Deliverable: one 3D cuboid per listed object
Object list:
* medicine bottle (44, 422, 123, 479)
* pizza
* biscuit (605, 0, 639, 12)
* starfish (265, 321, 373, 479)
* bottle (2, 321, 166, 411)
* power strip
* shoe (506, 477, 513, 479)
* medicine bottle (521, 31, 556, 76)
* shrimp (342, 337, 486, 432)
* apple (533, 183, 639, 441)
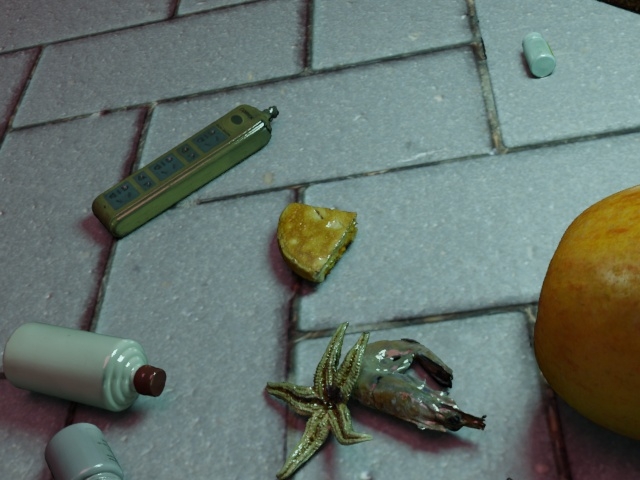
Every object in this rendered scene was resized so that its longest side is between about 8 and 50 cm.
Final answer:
[{"bbox_3d":[-0.301,0.307,1.103,0.080,0.080,0.130,-32,46,-14],"label":"medicine bottle"},{"bbox_3d":[0.000,0.000,1.328,0.134,0.046,0.175,-15,44,5],"label":"pizza"},{"bbox_3d":[0.635,-0.456,1.521,0.073,0.107,0.388,-35,46,-20],"label":"biscuit"},{"bbox_3d":[0.001,0.210,1.106,0.217,0.050,0.223,16,68,43],"label":"starfish"},{"bbox_3d":[-0.331,0.183,1.219,0.245,0.104,0.104,6,49,24],"label":"bottle"},{"bbox_3d":[-0.231,-0.141,1.531,0.387,0.066,0.092,-35,49,-17],"label":"power strip"},{"bbox_3d":[0.248,0.308,0.915,0.227,0.099,0.125,-9,15,-20],"label":"shoe"},{"bbox_3d":[0.392,-0.336,1.527,0.047,0.047,0.083,-11,45,8],"label":"medicine bottle"},{"bbox_3d":[0.126,0.186,1.108,0.223,0.047,0.126,19,47,36],"label":"shrimp"},{"bbox_3d":[0.382,0.076,0.951,0.275,0.299,0.299,7,49,35],"label":"apple"}]
